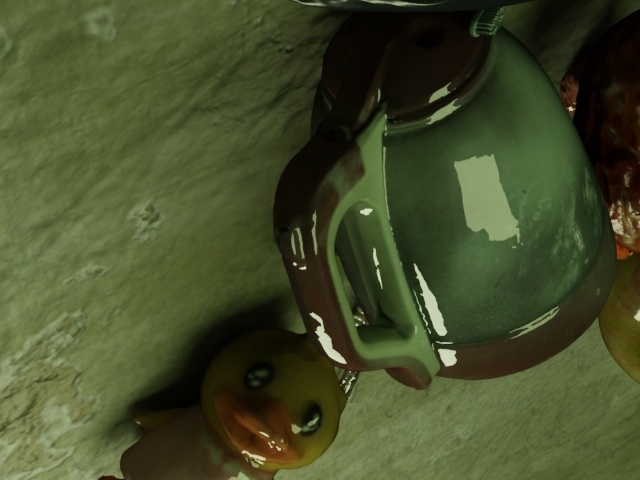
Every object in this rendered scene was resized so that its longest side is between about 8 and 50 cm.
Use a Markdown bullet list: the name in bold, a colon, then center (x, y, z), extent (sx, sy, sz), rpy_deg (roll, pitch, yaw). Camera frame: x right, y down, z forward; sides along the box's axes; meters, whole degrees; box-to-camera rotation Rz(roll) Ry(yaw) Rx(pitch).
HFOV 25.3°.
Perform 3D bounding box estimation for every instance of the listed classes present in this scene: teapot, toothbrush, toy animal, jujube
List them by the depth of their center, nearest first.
- **toothbrush**: center (0.162, -0.233, 1.113), extent (0.219, 0.019, 0.016), rpy_deg (-61, 145, -33)
- **teapot**: center (0.080, -0.035, 1.166), extent (0.315, 0.233, 0.312), rpy_deg (-55, 139, -27)
- **jujube**: center (0.316, -0.098, 1.293), extent (0.174, 0.174, 0.250), rpy_deg (-25, 137, -21)
- **toy animal**: center (-0.077, 0.192, 1.386), extent (0.281, 0.195, 0.169), rpy_deg (-48, -174, 21)

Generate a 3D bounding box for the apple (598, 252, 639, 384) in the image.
- **apple**: center (0.465, 0.064, 1.687), extent (0.234, 0.257, 0.257), rpy_deg (-57, 158, -31)

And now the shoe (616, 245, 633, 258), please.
- **shoe**: center (0.396, -0.095, 1.475), extent (0.336, 0.171, 0.132), rpy_deg (-35, 147, -5)

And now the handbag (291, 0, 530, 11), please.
- **handbag**: center (0.073, -0.282, 0.926), extent (0.275, 0.178, 0.302), rpy_deg (-16, 141, -31)

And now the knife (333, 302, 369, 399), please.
- **knife**: center (0.067, 0.069, 1.477), extent (0.089, 0.043, 0.365), rpy_deg (-7, 137, -37)

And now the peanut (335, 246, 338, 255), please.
- **peanut**: center (0.000, 0.000, 1.334), extent (0.083, 0.037, 0.037), rpy_deg (-7, 136, -33)

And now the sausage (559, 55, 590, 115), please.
- **sausage**: center (0.305, -0.165, 1.402), extent (0.154, 0.062, 0.062), rpy_deg (-23, 144, -21)
